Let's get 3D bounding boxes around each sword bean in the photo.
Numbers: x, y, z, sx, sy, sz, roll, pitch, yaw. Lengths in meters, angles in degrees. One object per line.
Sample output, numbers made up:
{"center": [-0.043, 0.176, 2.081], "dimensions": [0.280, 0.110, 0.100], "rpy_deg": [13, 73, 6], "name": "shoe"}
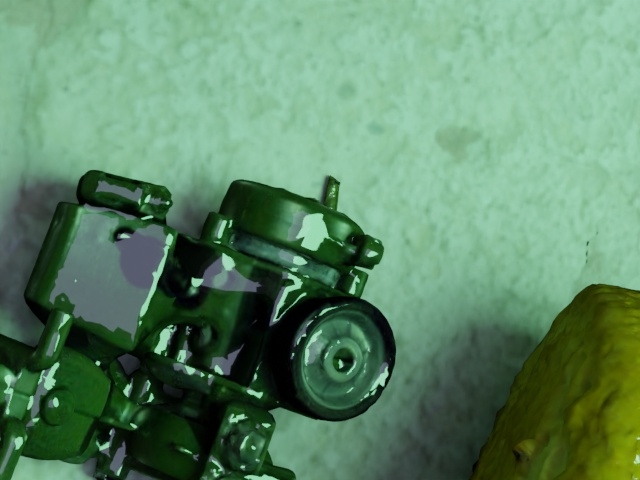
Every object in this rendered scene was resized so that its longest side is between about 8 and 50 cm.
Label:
{"center": [0.000, 0.000, 0.951], "dimensions": [0.012, 0.012, 0.083], "rpy_deg": [18, 81, -20], "name": "sword bean"}

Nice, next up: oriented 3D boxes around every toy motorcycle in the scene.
{"center": [-0.096, 0.047, 0.853], "dimensions": [0.275, 0.127, 0.205], "rpy_deg": [22, 84, -23], "name": "toy motorcycle"}

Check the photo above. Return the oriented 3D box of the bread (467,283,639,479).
{"center": [0.164, 0.203, 0.864], "dimensions": [0.204, 0.337, 0.358], "rpy_deg": [22, 79, 5], "name": "bread"}
